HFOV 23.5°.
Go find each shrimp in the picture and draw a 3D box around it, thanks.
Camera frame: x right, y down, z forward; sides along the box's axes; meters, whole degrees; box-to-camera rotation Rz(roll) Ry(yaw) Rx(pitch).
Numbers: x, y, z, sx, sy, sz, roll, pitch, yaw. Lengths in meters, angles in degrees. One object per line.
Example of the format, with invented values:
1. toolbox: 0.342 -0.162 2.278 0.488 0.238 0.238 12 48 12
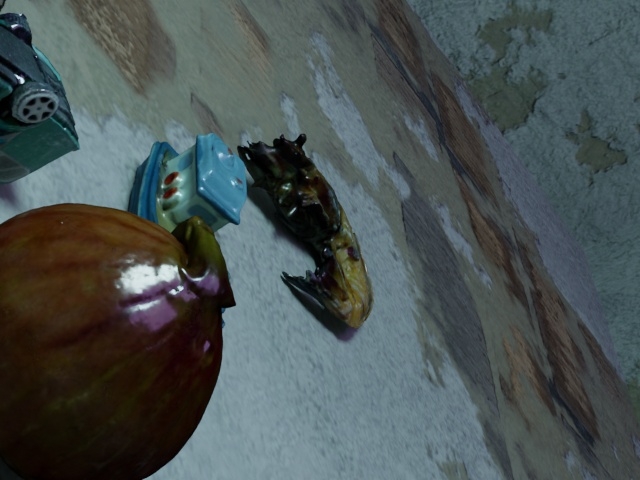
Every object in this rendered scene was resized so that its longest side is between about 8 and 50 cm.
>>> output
1. shrimp: -0.007 0.003 1.703 0.289 0.075 0.178 59 14 -55

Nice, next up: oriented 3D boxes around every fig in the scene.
1. fig: -0.143 0.059 1.006 0.205 0.205 0.205 52 19 -27

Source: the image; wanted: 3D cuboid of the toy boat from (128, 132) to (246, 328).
1. toy boat: -0.109 -0.005 1.356 0.109 0.098 0.238 46 23 -33

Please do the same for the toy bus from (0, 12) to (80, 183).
1. toy bus: -0.268 -0.129 1.079 0.262 0.109 0.091 39 26 -55
